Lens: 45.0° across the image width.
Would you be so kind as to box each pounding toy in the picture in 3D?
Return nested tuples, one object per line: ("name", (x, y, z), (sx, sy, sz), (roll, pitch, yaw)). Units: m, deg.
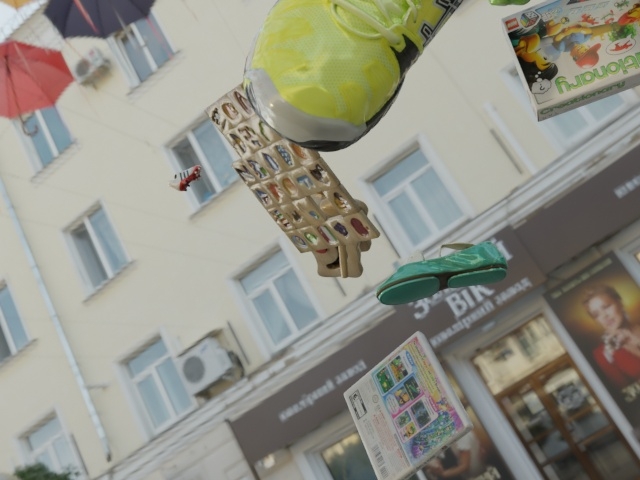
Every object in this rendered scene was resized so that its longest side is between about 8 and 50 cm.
("pounding toy", (0.000, 0.000, 1.451), (0.154, 0.155, 0.270), (11, -31, 15))

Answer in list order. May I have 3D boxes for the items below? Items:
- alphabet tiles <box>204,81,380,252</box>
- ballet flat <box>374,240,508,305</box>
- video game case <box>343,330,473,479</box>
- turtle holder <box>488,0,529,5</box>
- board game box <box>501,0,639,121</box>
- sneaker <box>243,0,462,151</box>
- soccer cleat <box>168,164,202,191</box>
("alphabet tiles", (-0.048, -0.084, 0.965), (0.009, 0.237, 0.198), (-45, 15, -26))
("ballet flat", (0.210, 0.053, 1.394), (0.247, 0.087, 0.083), (-12, -35, -4))
("video game case", (0.108, 0.218, 0.996), (0.143, 0.157, 0.019), (-43, -48, 17))
("turtle holder", (0.191, -0.465, 1.194), (0.227, 0.320, 0.243), (-34, 1, -32))
("board game box", (0.480, -0.341, 1.295), (0.305, 0.193, 0.053), (-20, -22, 13))
("sneaker", (0.059, -0.237, 0.683), (0.385, 0.145, 0.147), (-57, 0, -31))
("soccer cleat", (-0.231, -0.109, 1.323), (0.083, 0.035, 0.029), (-58, -19, -54))
